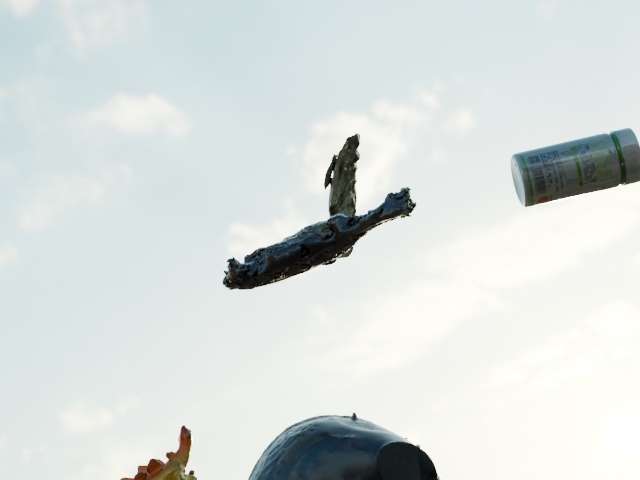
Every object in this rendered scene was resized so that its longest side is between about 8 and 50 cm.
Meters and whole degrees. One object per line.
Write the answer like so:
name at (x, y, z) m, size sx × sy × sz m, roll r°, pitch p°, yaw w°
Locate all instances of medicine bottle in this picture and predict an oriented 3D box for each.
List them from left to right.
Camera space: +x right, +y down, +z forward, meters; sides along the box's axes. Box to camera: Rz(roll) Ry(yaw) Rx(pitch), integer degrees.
medicine bottle at (0.382, -0.108, 2.168) m, size 0.183 × 0.086 × 0.086 m, roll -12°, pitch -19°, yaw -2°

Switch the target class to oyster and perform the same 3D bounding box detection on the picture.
oyster at (0.042, -0.076, 2.257) m, size 0.061 × 0.200 × 0.106 m, roll 14°, pitch 28°, yaw 16°

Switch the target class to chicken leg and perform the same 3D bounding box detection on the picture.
chicken leg at (0.000, 0.000, 1.711) m, size 0.253 × 0.051 × 0.106 m, roll -25°, pitch -5°, yaw 13°

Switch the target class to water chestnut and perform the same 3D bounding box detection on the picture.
water chestnut at (0.028, 0.425, 2.202) m, size 0.335 × 0.335 × 0.347 m, roll -7°, pitch -2°, yaw -21°

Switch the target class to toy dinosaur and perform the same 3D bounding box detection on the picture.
toy dinosaur at (-0.262, 0.410, 2.184) m, size 0.117 × 0.288 × 0.070 m, roll 22°, pitch -18°, yaw -11°

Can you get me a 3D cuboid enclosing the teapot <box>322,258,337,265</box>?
teapot at (-0.004, 0.013, 2.160) m, size 0.068 × 0.045 × 0.100 m, roll 19°, pitch 27°, yaw 8°
